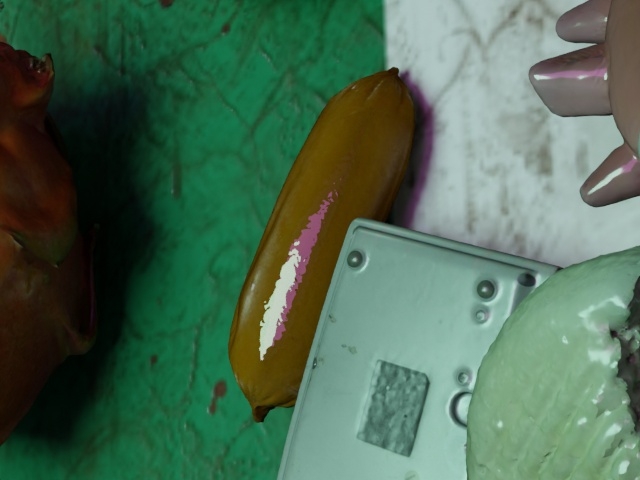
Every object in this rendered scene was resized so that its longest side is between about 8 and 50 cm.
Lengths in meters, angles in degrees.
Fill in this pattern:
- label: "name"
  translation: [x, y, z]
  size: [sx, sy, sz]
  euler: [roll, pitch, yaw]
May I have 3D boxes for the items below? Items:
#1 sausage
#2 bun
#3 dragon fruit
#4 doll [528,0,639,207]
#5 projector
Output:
- label: "sausage"
  translation: [0.000, 0.000, 0.684]
  size: [0.062, 0.054, 0.183]
  euler: [22, 90, 38]
- label: "bun"
  translation: [0.149, 0.098, 0.494]
  size: [0.204, 0.127, 0.212]
  euler: [-43, 61, 50]
- label: "dragon fruit"
  translation: [-0.224, 0.005, 0.757]
  size: [0.224, 0.224, 0.227]
  euler: [1, 86, 38]
- label: "doll"
  translation: [0.182, -0.091, 0.538]
  size: [0.211, 0.093, 0.261]
  euler: [-8, 62, 35]
- label: "projector"
  translation: [0.047, 0.073, 0.626]
  size: [0.115, 0.061, 0.147]
  euler: [15, 89, 37]
